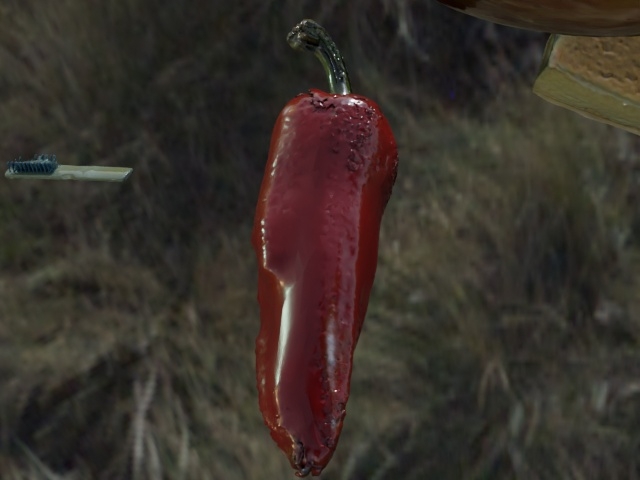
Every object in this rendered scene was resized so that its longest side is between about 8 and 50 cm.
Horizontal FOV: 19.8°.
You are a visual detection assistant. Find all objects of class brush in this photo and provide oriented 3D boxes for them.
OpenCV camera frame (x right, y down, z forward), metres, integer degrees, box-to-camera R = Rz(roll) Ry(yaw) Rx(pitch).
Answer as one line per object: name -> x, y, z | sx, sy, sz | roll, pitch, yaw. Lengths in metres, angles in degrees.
brush -> -0.157, -0.045, 1.144 | 0.083, 0.013, 0.016 | 4, 28, 19

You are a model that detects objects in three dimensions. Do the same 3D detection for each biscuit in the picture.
biscuit -> 0.222, -0.082, 1.130 | 0.188, 0.056, 0.052 | 21, 73, -7

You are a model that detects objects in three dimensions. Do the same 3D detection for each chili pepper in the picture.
chili pepper -> 0.000, 0.000, 1.419 | 0.110, 0.110, 0.387 | 4, 64, 9

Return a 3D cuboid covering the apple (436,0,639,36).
apple -> 0.121, -0.257, 0.607 | 0.374, 0.384, 0.374 | -6, 66, 12
